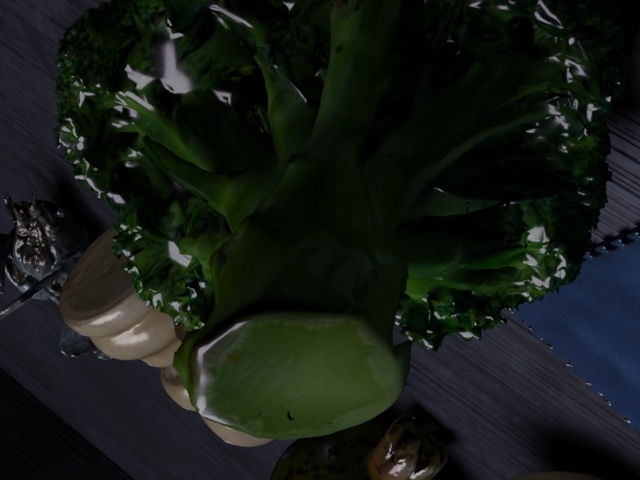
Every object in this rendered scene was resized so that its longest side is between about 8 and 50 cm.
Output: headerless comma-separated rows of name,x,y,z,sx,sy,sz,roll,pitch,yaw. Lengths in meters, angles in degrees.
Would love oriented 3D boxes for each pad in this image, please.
pad,0.260,0.100,0.834,0.270,0.012,0.269,45,160,-5

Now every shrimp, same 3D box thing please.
shrimp,-0.349,0.051,1.680,0.221,0.166,0.410,5,167,6

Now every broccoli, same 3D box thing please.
broccoli,0.018,-0.033,0.631,0.298,0.297,0.297,0,132,0

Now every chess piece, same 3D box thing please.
chess piece,-0.135,0.118,1.424,0.299,0.167,0.167,47,160,-30

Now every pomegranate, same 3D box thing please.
pomegranate,0.053,0.268,1.345,0.202,0.202,0.248,39,129,10

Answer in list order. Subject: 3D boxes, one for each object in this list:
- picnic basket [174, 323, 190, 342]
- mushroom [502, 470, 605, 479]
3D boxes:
picnic basket,-0.038,0.080,1.159,0.178,0.138,0.128,34,148,35
mushroom,0.222,0.317,1.108,0.254,0.234,0.260,8,109,9
